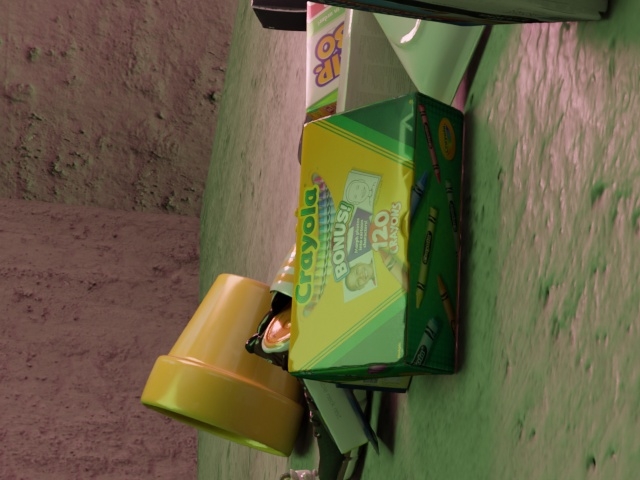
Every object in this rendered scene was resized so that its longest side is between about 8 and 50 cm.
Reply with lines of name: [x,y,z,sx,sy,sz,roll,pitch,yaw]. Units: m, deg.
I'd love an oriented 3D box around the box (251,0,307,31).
box: [-0.050,-0.477,2.324,0.153,0.108,0.207,33,-119,-85]

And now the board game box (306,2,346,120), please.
board game box: [0.039,-0.270,1.800,0.124,0.039,0.259,-18,59,30]

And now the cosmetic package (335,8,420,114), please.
cosmetic package: [0.075,-0.217,1.586,0.060,0.098,0.239,175,101,-82]

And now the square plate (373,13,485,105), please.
square plate: [0.090,-0.363,1.378,0.347,0.049,0.344,64,150,33]

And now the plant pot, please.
plant pot: [-0.128,0.193,2.157,0.254,0.254,0.239,137,154,-75]

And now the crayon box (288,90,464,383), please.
crayon box: [0.058,0.002,1.394,0.165,0.081,0.279,-11,71,44]

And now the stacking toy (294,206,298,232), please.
stacking toy: [0.000,0.000,2.044,0.167,0.052,0.221,109,162,-58]

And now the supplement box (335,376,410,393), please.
supplement box: [0.062,0.119,1.504,0.056,0.083,0.083,-99,19,-52]

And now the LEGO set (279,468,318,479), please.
LEGO set: [0.002,0.413,1.745,0.132,0.107,0.287,54,-159,-48]

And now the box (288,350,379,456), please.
box: [0.011,0.171,1.590,0.178,0.042,0.109,64,-177,-5]

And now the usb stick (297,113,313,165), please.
usb stick: [0.003,-0.200,1.993,0.278,0.045,0.077,106,164,-59]

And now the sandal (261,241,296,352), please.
sandal: [0.003,0.019,1.526,0.102,0.076,0.265,-11,33,53]

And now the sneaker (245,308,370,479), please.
sneaker: [-0.020,0.175,1.709,0.106,0.162,0.281,-123,40,-74]

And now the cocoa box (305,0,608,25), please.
cocoa box: [0.093,-0.356,1.066,0.228,0.231,0.347,-166,81,-65]
